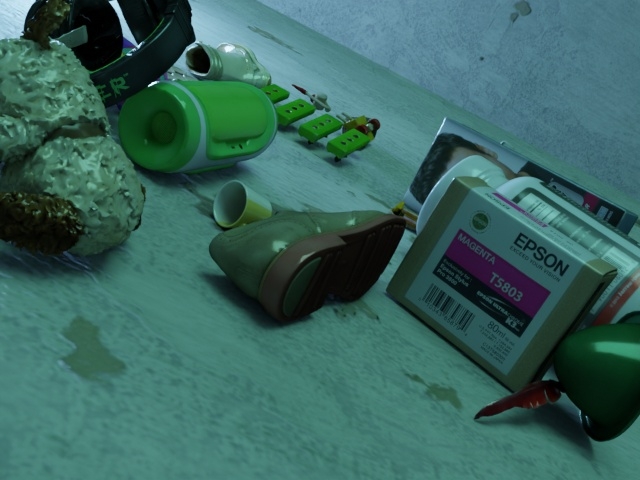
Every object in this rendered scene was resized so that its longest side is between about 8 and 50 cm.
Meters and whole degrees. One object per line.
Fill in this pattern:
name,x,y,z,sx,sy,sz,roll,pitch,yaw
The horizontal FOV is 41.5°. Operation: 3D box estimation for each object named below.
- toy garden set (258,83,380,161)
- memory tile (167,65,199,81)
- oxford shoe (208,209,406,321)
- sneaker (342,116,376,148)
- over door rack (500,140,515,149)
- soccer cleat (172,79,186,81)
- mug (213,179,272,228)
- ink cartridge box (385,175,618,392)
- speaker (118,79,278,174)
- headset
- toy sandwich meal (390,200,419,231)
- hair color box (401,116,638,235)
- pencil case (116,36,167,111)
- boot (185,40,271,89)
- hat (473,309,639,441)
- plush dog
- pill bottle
toy garden set,-0.008,-0.248,1.749,0.244,0.049,0.204,32,34,17
memory tile,-0.285,-0.319,1.631,0.148,0.012,0.113,36,20,18
oxford shoe,0.000,0.000,1.045,0.130,0.123,0.348,31,17,22
sneaker,0.074,-0.246,1.907,0.071,0.066,0.188,13,12,16
over door rack,0.416,-0.055,1.756,0.324,0.108,0.239,55,25,10
soccer cleat,-0.244,-0.271,1.526,0.029,0.035,0.083,38,21,26
mug,-0.098,-0.033,1.106,0.062,0.078,0.064,2,-12,39
ink cartridge box,0.233,0.054,1.119,0.235,0.193,0.088,37,20,25
speaker,-0.167,-0.169,1.234,0.131,0.131,0.296,33,19,12
headset,-0.303,-0.328,1.181,0.394,0.243,0.185,-90,161,-49
toy sandwich meal,0.163,-0.044,1.529,0.085,0.029,0.085,26,19,-9
hair color box,0.354,-0.057,1.537,0.374,0.185,0.113,34,14,29
pencil case,-0.342,-0.287,1.338,0.236,0.104,0.104,38,21,28
boot,-0.217,-0.384,1.805,0.165,0.077,0.213,9,27,-39
hat,0.292,0.138,1.036,0.183,0.173,0.208,23,11,-3
plush dog,-0.261,-0.088,0.836,0.225,0.210,0.262,55,22,4
pill bottle,0.340,0.031,1.306,0.363,0.210,0.210,39,21,29
